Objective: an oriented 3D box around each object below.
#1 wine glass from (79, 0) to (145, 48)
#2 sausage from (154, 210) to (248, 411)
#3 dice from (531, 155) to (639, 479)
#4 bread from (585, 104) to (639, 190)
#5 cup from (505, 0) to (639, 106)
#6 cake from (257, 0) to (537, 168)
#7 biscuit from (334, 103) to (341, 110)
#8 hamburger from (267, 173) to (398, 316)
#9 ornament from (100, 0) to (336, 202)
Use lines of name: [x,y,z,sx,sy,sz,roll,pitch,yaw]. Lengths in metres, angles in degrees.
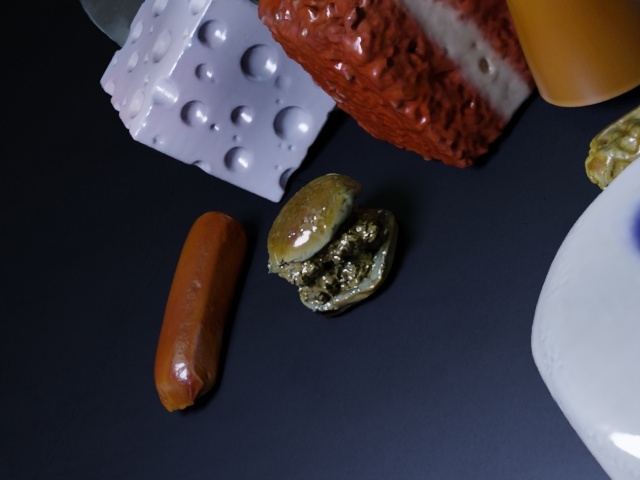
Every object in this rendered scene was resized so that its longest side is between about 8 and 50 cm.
wine glass: [-0.217,-0.532,2.315,0.267,0.267,0.406,-9,47,47]
sausage: [-0.164,0.088,1.767,0.089,0.083,0.300,-12,49,29]
dice: [0.349,0.087,0.951,0.304,0.277,0.304,-41,35,10]
bread: [0.417,-0.161,1.298,0.367,0.077,0.084,-37,36,23]
cup: [0.294,-0.292,1.432,0.226,0.264,0.182,-26,30,16]
cake: [0.131,-0.299,1.619,0.319,0.270,0.269,-52,32,-5]
biscuit: [0.060,-0.243,1.868,0.250,0.035,0.162,-26,38,34]
hamburger: [0.000,0.000,1.608,0.185,0.131,0.159,-30,34,36]
ornament: [-0.132,-0.236,1.867,0.239,0.239,0.240,-58,30,12]
